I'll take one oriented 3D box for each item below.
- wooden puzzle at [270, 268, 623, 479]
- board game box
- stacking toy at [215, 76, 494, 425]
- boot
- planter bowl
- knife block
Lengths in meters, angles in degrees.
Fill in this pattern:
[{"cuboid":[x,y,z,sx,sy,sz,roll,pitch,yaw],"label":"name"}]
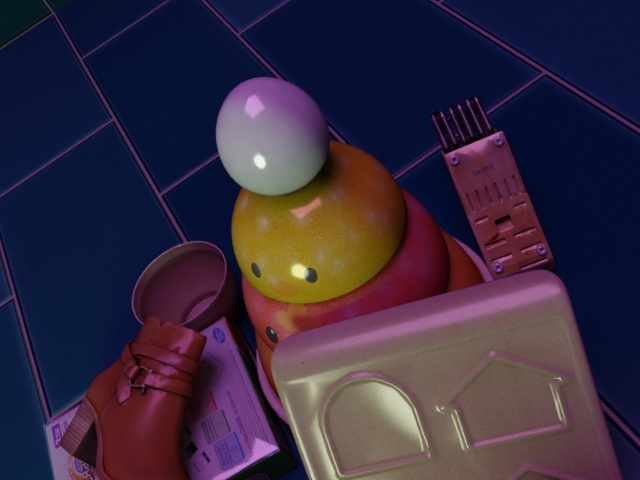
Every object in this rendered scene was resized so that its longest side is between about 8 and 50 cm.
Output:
[{"cuboid":[0.146,0.231,0.855,0.322,0.348,0.080,-17,3,14],"label":"wooden puzzle"},{"cuboid":[-0.220,0.285,1.101,0.316,0.064,0.242,-30,49,1],"label":"board game box"},{"cuboid":[0.000,0.000,0.944,0.350,0.480,0.351,-15,46,16],"label":"stacking toy"},{"cuboid":[-0.200,0.225,1.026,0.283,0.109,0.220,16,67,46],"label":"boot"},{"cuboid":[-0.195,0.097,1.227,0.162,0.109,0.162,-14,47,16],"label":"planter bowl"},{"cuboid":[0.248,-0.082,1.179,0.088,0.242,0.276,-22,91,11],"label":"knife block"}]
